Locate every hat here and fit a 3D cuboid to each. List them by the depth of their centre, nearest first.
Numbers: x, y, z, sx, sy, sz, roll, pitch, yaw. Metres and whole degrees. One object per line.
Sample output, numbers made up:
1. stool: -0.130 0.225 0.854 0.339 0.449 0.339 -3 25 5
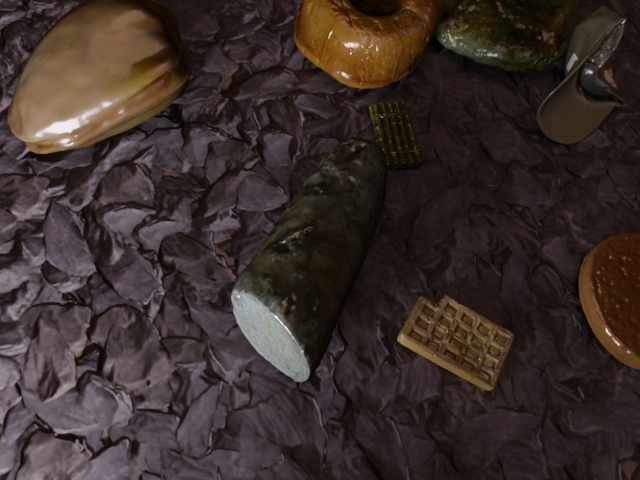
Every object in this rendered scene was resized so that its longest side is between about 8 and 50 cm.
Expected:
1. hat: 0.397 -0.257 0.954 0.173 0.166 0.144 -24 43 6

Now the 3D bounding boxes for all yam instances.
1. yam: 0.000 0.000 0.750 0.133 0.133 0.330 25 61 5

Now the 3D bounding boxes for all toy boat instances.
1. toy boat: 0.112 -0.159 0.909 0.063 0.016 0.115 -6 65 -10

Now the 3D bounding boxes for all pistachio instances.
1. pistachio: -0.303 -0.229 0.817 0.261 0.163 0.212 -29 49 -6

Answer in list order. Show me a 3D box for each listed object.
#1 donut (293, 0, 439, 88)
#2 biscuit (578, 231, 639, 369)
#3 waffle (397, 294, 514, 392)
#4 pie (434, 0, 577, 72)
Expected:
1. donut: 0.074 -0.345 0.944 0.227 0.114 0.226 4 63 -8
2. biscuit: 0.481 0.108 0.811 0.289 0.044 0.202 36 65 9
3. waffle: 0.175 0.124 0.774 0.135 0.021 0.092 30 65 7
4. pie: 0.304 -0.397 1.021 0.277 0.078 0.277 4 61 -7
